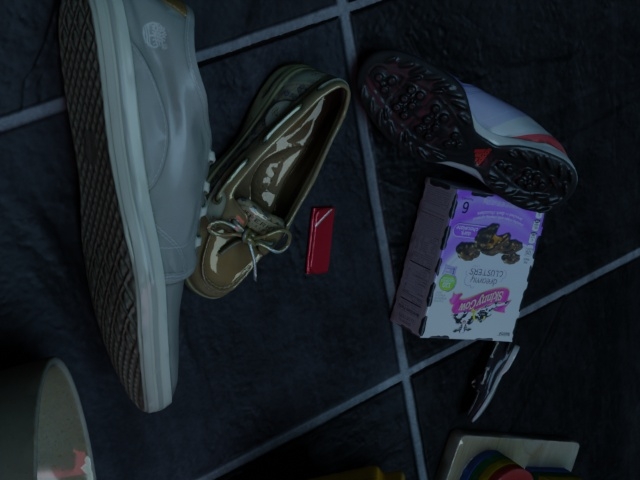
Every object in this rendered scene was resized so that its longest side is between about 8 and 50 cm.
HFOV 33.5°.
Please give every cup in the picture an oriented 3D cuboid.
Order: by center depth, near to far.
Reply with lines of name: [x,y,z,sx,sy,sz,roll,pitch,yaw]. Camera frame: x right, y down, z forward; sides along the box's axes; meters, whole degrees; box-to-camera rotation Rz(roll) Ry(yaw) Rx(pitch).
cup: [-0.345,0.289,0.996,0.237,0.331,0.331,-8,113,-5]

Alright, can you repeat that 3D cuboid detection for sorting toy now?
sorting toy: [0.271,0.418,1.556,0.255,0.089,0.257,11,101,-35]

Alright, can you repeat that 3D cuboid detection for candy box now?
candy box: [0.194,0.028,1.380,0.165,0.070,0.196,5,103,-35]

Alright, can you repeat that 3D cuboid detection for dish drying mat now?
dish drying mat: [0.000,0.000,1.281,0.032,0.008,0.083,-5,109,-33]

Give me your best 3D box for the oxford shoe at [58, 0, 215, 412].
oxford shoe: [-0.167,-0.040,1.066,0.130,0.169,0.449,-11,107,-32]

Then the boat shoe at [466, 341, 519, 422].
boat shoe: [0.232,0.193,1.484,0.125,0.038,0.046,-62,169,7]

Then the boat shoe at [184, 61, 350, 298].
boat shoe: [-0.063,-0.061,1.167,0.105,0.089,0.285,23,93,-37]

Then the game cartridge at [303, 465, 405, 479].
game cartridge: [0.010,0.434,1.297,0.285,0.052,0.323,-16,114,14]

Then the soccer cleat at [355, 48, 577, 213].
soccer cleat: [0.174,-0.145,1.302,0.318,0.116,0.108,27,119,-21]
